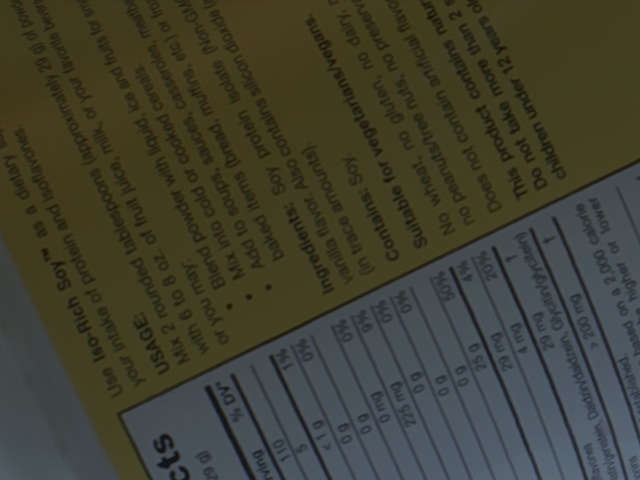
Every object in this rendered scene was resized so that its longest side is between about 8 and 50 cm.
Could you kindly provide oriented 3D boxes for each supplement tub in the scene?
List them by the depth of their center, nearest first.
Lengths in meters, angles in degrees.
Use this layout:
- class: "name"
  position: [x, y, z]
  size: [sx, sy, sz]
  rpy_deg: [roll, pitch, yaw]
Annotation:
- class: "supplement tub"
  position: [0.000, 0.000, 0.551]
  size: [0.241, 0.331, 0.241]
  rpy_deg: [64, 177, 6]
